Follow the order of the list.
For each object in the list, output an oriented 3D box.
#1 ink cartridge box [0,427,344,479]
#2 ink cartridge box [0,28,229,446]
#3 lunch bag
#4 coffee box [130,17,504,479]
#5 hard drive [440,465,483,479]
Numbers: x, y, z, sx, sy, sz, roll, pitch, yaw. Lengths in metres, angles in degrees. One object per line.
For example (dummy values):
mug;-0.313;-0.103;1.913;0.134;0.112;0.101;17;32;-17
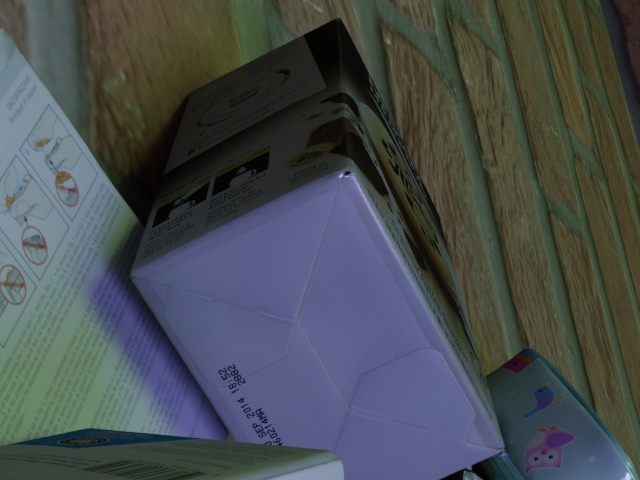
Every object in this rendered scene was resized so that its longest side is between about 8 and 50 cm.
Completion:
ink cartridge box;-0.103;0.114;0.375;0.191;0.140;0.082;-6;92;-48
ink cartridge box;-0.127;0.050;0.545;0.232;0.066;0.189;53;30;-27
lunch bag;0.214;0.239;0.990;0.279;0.108;0.224;60;2;-28
coffee box;0.000;0.000;0.684;0.168;0.119;0.297;60;11;-21
hard drive;0.103;0.345;0.815;0.237;0.064;0.339;62;24;-20
